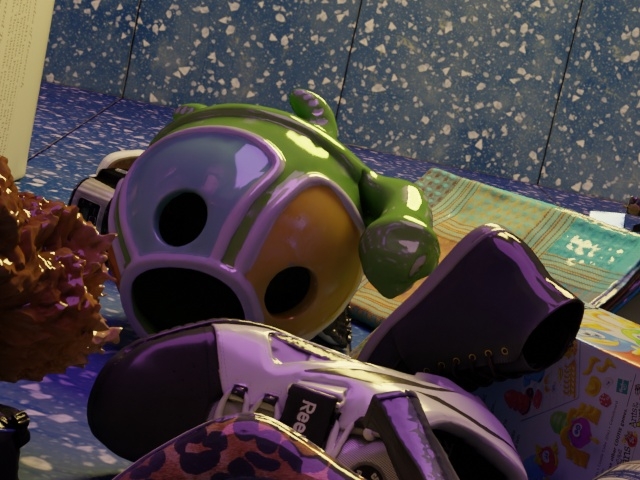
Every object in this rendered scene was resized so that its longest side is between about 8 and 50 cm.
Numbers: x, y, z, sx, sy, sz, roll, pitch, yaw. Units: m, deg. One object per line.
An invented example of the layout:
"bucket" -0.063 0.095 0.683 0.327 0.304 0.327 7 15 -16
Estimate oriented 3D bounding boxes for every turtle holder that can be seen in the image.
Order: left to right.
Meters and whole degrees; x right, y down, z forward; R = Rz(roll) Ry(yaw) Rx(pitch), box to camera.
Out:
"turtle holder" -0.054 0.013 1.341 0.320 0.243 0.227 22 38 7

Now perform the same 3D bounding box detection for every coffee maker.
"coffee maker" -0.187 -0.009 1.654 0.178 0.120 0.171 19 -10 28

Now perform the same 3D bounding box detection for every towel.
"towel" 0.179 0.031 1.619 0.271 0.040 0.370 -38 39 -28

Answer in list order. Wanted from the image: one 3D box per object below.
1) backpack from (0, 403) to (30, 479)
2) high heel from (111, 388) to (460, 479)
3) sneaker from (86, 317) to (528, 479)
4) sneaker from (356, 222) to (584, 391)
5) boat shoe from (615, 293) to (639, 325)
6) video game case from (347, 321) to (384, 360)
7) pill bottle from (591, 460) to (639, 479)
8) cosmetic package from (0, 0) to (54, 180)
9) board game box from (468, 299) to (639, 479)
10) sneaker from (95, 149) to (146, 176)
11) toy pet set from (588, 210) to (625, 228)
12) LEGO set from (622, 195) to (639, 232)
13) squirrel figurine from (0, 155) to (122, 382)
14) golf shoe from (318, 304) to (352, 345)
"backpack" -0.252 0.134 0.854 0.114 0.084 0.105 14 6 28
"high heel" -0.018 0.199 0.864 0.261 0.093 0.186 -14 51 -17
"sneaker" 0.001 0.139 1.011 0.331 0.122 0.146 8 9 -17
"sneaker" 0.111 0.101 1.142 0.083 0.222 0.118 25 15 -42
"boat shoe" 0.328 0.086 1.626 0.156 0.135 0.367 9 8 -19
"video game case" 0.042 0.106 1.274 0.011 0.122 0.087 45 8 -7
"pill bottle" 0.195 0.209 0.943 0.094 0.094 0.169 18 12 29
"cosmetic package" -0.566 -0.246 1.830 0.329 0.327 0.393 12 10 1
"board game box" 0.220 0.138 1.205 0.142 0.144 0.275 4 14 -40
"sneaker" -0.202 -0.058 1.895 0.290 0.106 0.123 18 1 -43
"toy pet set" 0.377 0.002 1.672 0.114 0.065 0.122 5 -1 15
"LEGO set" 0.438 0.086 1.360 0.255 0.331 0.192 -7 5 12
"squirrel figurine" -0.336 -0.020 0.961 0.397 0.370 0.281 41 59 14
"golf shoe" -0.012 0.072 1.527 0.094 0.077 0.198 -4 8 0
